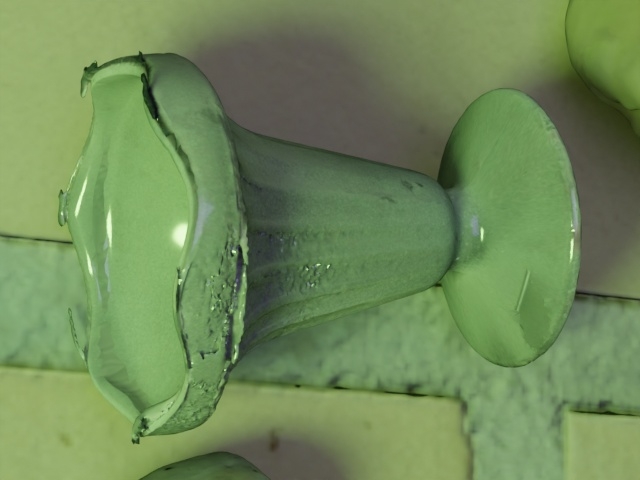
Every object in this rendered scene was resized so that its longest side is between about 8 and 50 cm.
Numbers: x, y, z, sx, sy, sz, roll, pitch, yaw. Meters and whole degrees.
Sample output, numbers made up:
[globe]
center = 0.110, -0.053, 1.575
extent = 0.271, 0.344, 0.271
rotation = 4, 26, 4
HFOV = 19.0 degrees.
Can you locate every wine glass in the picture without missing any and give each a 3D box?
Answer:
[wine glass]
center = 0.000, 0.000, 0.832
extent = 0.196, 0.165, 0.165
rotation = -1, 80, -22

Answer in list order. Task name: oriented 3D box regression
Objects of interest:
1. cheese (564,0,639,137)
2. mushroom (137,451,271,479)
[cheese]
center = 0.253, -0.103, 0.891
extent = 0.251, 0.248, 0.173
rotation = 26, 72, -5
[mushroom]
center = -0.107, 0.176, 0.803
extent = 0.223, 0.092, 0.081
rotation = -36, 48, -23
